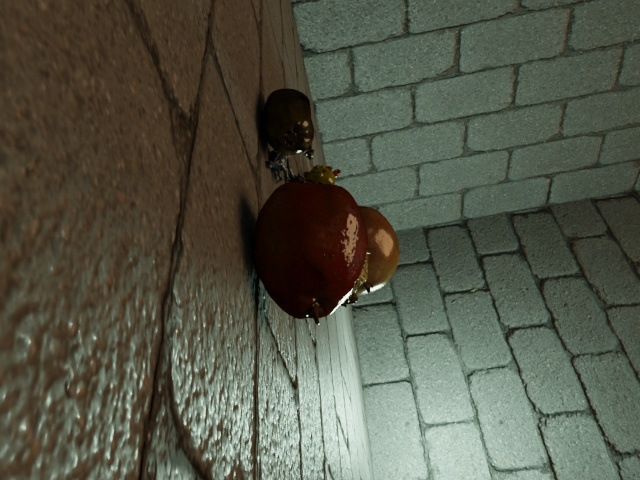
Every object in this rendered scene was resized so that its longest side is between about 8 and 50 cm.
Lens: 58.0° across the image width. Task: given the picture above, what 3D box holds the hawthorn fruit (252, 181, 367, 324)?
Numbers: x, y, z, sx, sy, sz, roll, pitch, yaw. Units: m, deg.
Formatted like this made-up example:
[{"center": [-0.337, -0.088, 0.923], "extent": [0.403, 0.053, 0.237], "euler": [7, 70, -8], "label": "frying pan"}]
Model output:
[{"center": [-0.019, 0.033, 0.990], "extent": [0.210, 0.211, 0.262], "euler": [73, 17, -57], "label": "hawthorn fruit"}]

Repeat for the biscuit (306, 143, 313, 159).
[{"center": [-0.047, -0.405, 2.200], "extent": [0.204, 0.031, 0.138], "euler": [-91, 178, -45], "label": "biscuit"}]

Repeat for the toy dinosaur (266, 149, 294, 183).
[{"center": [-0.096, -0.184, 1.400], "extent": [0.197, 0.045, 0.080], "euler": [-54, 128, -71], "label": "toy dinosaur"}]

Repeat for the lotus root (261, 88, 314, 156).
[{"center": [-0.078, -0.285, 1.370], "extent": [0.241, 0.123, 0.123], "euler": [-102, -169, -58], "label": "lotus root"}]

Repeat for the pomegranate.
[{"center": [0.124, 0.046, 2.140], "extent": [0.338, 0.339, 0.337], "euler": [-10, 90, -85], "label": "pomegranate"}]

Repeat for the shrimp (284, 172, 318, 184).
[{"center": [-0.032, -0.101, 1.651], "extent": [0.219, 0.152, 0.046], "euler": [37, 24, -15], "label": "shrimp"}]

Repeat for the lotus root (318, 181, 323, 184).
[{"center": [0.014, -0.040, 1.788], "extent": [0.160, 0.152, 0.274], "euler": [88, -3, -62], "label": "lotus root"}]

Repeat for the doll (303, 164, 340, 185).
[{"center": [0.003, -0.199, 2.132], "extent": [0.135, 0.143, 0.220], "euler": [73, 16, -47], "label": "doll"}]

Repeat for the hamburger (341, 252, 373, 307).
[{"center": [0.019, 0.036, 1.292], "extent": [0.262, 0.139, 0.243], "euler": [4, 69, -45], "label": "hamburger"}]
